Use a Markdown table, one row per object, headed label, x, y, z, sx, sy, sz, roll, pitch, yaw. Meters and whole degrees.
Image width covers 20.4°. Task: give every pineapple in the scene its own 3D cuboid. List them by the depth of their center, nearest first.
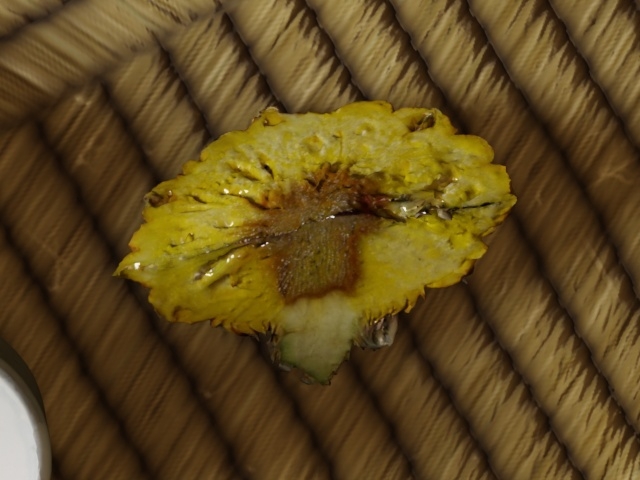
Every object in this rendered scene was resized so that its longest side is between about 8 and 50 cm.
| label | x | y | z | sx | sy | sz | roll | pitch | yaw |
| --- | --- | --- | --- | --- | --- | --- | --- | --- | --- |
| pineapple | 0.006 | -0.002 | 1.167 | 0.250 | 0.140 | 0.164 | -17 | 135 | 6 |

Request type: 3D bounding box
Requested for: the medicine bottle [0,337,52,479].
| label | x | y | z | sx | sy | sz | roll | pitch | yaw |
| --- | --- | --- | --- | --- | --- | --- | --- | --- | --- |
| medicine bottle | -0.229 | 0.114 | 1.035 | 0.143 | 0.258 | 0.143 | 0 | 92 | -10 |
